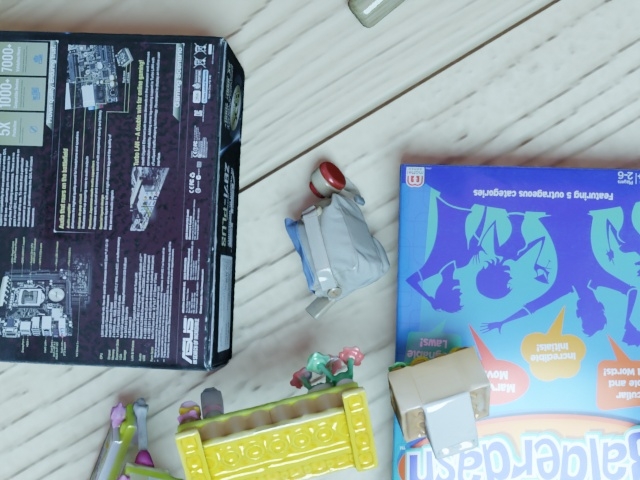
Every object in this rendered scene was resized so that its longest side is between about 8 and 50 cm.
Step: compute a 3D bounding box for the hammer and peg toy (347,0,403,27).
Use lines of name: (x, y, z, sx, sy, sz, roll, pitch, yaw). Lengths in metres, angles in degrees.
hammer and peg toy: (0.017, -0.304, 0.563, 0.361, 0.127, 0.266, 39, 90, 5)

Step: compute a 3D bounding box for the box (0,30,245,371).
box: (-0.123, -0.020, 0.583, 0.147, 0.077, 0.180, 1, 87, 3)

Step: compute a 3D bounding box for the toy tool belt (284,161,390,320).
toy tool belt: (0.000, 0.000, 0.589, 0.051, 0.052, 0.083, -40, 51, 25)

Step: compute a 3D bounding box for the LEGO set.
LEGO set: (-0.050, 0.122, 0.558, 0.132, 0.107, 0.287, 40, 101, -24)

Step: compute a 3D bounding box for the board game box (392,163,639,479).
board game box: (0.120, 0.065, 0.579, 0.160, 0.047, 0.210, 1, 88, 4)
